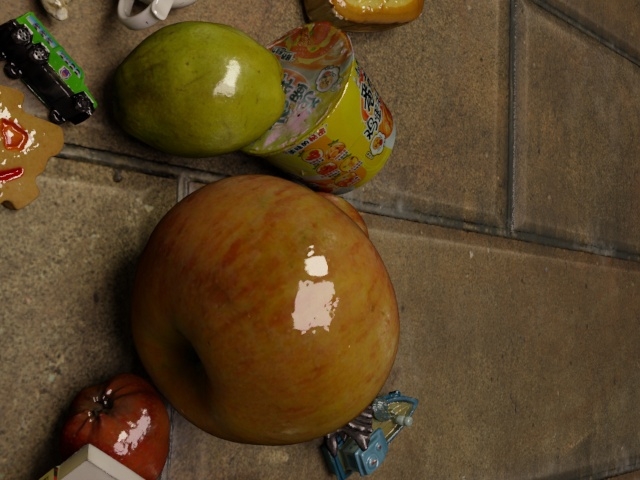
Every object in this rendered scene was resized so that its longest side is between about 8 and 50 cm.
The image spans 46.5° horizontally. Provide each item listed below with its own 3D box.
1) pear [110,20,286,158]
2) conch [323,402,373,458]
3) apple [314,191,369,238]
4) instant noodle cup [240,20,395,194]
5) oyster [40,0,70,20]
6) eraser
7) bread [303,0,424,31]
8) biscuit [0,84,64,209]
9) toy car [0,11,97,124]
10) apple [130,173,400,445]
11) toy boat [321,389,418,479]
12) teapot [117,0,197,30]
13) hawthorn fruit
[{"bbox_3d":[-0.182,-0.228,1.136,0.269,0.212,0.213,-7,92,-19],"label":"pear"},{"bbox_3d":[0.033,0.231,1.361,0.240,0.186,0.313,15,57,-51],"label":"conch"},{"bbox_3d":[0.000,0.000,1.302,0.160,0.195,0.173,-48,157,-27],"label":"apple"},{"bbox_3d":[-0.005,-0.209,1.291,0.200,0.264,0.264,39,61,-46],"label":"instant noodle cup"},{"bbox_3d":[-0.367,-0.409,1.061,0.163,0.081,0.191,-16,102,-48],"label":"oyster"},{"bbox_3d":[-0.331,0.377,0.975,0.230,0.038,0.157,-38,121,8],"label":"eraser"},{"bbox_3d":[0.085,-0.497,1.477,0.288,0.119,0.153,-14,93,-44],"label":"bread"},{"bbox_3d":[-0.458,-0.145,0.981,0.212,0.041,0.239,-47,120,-33],"label":"biscuit"},{"bbox_3d":[-0.382,-0.238,1.042,0.165,0.071,0.062,52,41,-29],"label":"toy car"},{"bbox_3d":[-0.087,0.116,1.087,0.333,0.400,0.400,-47,119,-27],"label":"apple"},{"bbox_3d":[0.111,0.373,1.461,0.238,0.098,0.109,-33,113,-41],"label":"toy boat"},{"bbox_3d":[-0.233,-0.445,1.132,0.208,0.165,0.300,43,55,-60],"label":"teapot"},{"bbox_3d":[-0.277,0.295,1.067,0.163,0.162,0.204,-48,141,-35],"label":"hawthorn fruit"}]
